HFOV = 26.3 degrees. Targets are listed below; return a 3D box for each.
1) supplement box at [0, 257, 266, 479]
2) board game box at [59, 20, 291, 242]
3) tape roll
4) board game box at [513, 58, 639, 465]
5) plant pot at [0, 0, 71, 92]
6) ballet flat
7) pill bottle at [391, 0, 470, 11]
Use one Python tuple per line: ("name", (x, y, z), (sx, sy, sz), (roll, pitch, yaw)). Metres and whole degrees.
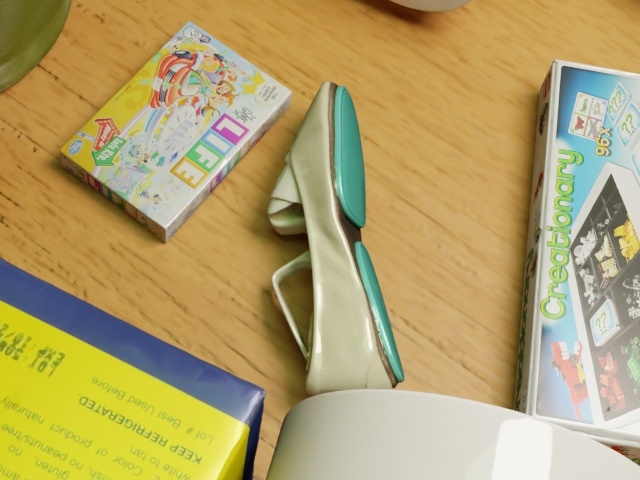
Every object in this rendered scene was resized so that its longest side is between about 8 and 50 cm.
("supplement box", (-0.200, 0.223, 0.796), (0.194, 0.195, 0.356), (26, 64, 7))
("board game box", (-0.109, -0.086, 1.047), (0.103, 0.026, 0.154), (35, 66, 11))
("tape roll", (0.072, 0.212, 0.802), (0.246, 0.246, 0.169), (15, 64, 2))
("board game box", (0.252, 0.018, 1.018), (0.193, 0.053, 0.305), (10, 64, -2))
("plant pot", (-0.299, -0.271, 0.936), (0.366, 0.353, 0.366), (2, 64, -4))
("ballet flat", (0.000, 0.000, 0.993), (0.086, 0.086, 0.248), (-6, 66, -8))
("pill bottle", (0.131, -0.345, 1.112), (0.176, 0.176, 0.318), (26, 65, 7))
